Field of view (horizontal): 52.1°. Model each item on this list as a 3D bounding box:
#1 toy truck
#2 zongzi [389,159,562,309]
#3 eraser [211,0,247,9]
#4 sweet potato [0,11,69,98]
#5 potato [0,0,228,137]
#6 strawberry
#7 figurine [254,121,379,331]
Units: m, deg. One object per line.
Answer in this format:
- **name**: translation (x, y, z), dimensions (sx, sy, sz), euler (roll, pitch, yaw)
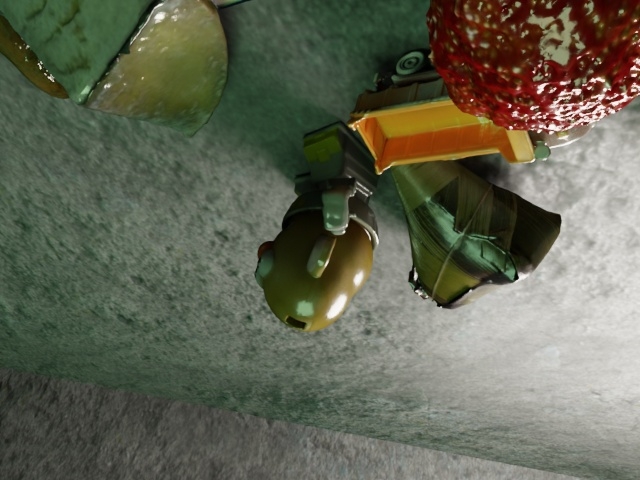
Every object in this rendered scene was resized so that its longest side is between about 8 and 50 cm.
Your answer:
- **toy truck**: translation (0.178, -0.162, 0.775), dimensions (0.270, 0.135, 0.114), euler (-5, 144, 29)
- **zongzi**: translation (0.165, -0.032, 1.029), dimensions (0.317, 0.154, 0.289), euler (39, 151, -2)
- **eraser**: translation (-0.114, -0.333, 0.726), dimensions (0.103, 0.023, 0.150), euler (-5, 144, 29)
- **sweet potato**: translation (-0.415, -0.282, 0.891), dimensions (0.075, 0.075, 0.273), euler (1, 148, 21)
- **potato**: translation (-0.220, -0.272, 0.813), dimensions (0.189, 0.211, 0.264), euler (-44, 164, 15)
- **strawberry**: translation (0.202, -0.210, 0.566), dimensions (0.257, 0.257, 0.277), euler (13, 136, 3)
- **figurine**: translation (0.001, 0.000, 0.974), dimensions (0.167, 0.285, 0.342), euler (3, 150, 16)
